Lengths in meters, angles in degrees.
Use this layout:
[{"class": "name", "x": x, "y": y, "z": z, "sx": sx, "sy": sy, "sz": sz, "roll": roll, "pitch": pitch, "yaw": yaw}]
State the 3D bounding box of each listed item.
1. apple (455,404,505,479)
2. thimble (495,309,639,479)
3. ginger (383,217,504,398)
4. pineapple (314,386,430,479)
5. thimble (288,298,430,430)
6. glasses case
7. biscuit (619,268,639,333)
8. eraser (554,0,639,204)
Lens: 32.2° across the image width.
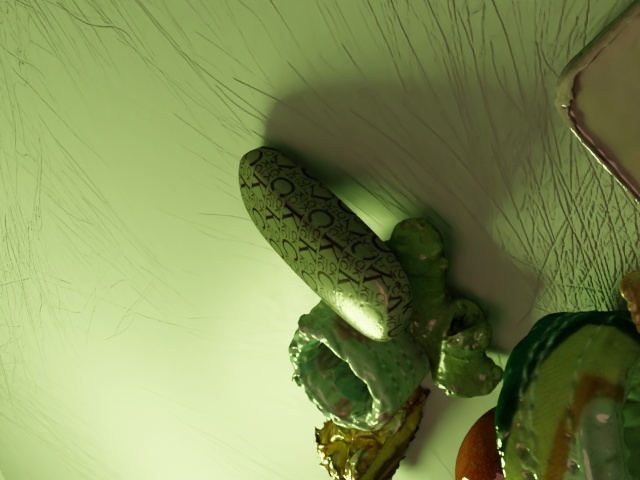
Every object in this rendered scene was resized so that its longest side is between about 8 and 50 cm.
[{"class": "apple", "x": 0.280, "y": 0.322, "z": 1.548, "sx": 0.181, "sy": 0.181, "sz": 0.168, "roll": 34, "pitch": 142, "yaw": 15}, {"class": "thimble", "x": 0.339, "y": 0.225, "z": 1.315, "sx": 0.167, "sy": 0.254, "sz": 0.288, "roll": -2, "pitch": 105, "yaw": 46}, {"class": "ginger", "x": 0.166, "y": 0.094, "z": 1.516, "sx": 0.290, "sy": 0.089, "sz": 0.137, "roll": 62, "pitch": 159, "yaw": -15}, {"class": "pineapple", "x": 0.045, "y": 0.342, "z": 1.809, "sx": 0.161, "sy": 0.158, "sz": 0.334, "roll": 34, "pitch": 143, "yaw": 15}, {"class": "thimble", "x": 0.055, "y": 0.164, "z": 1.634, "sx": 0.185, "sy": 0.149, "sz": 0.211, "roll": -4, "pitch": 123, "yaw": 48}, {"class": "glasses case", "x": 0.000, "y": 0.000, "z": 1.520, "sx": 0.354, "sy": 0.085, "sz": 0.137, "roll": 45, "pitch": 151, "yaw": 34}, {"class": "biscuit", "x": 0.436, "y": 0.107, "z": 1.227, "sx": 0.250, "sy": 0.160, "sz": 0.030, "roll": 61, "pitch": 180, "yaw": -23}, {"class": "eraser", "x": 0.410, "y": -0.153, "z": 1.002, "sx": 0.272, "sy": 0.122, "sz": 0.359, "roll": 46, "pitch": 143, "yaw": -2}]
